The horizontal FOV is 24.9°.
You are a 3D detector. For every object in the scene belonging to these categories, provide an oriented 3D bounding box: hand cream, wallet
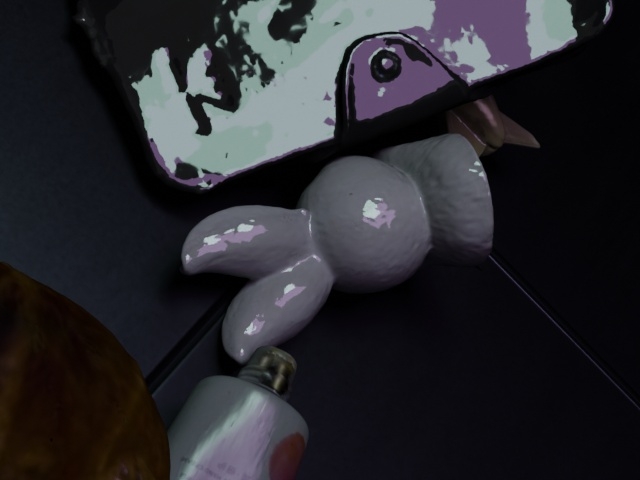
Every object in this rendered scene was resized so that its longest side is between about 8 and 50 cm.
[{"bbox_3d":[-0.087,0.203,0.851,0.124,0.078,0.340,35,55,-15],"label":"hand cream"},{"bbox_3d":[0.018,-0.166,1.056,0.378,0.051,0.197,-21,75,-13],"label":"wallet"}]

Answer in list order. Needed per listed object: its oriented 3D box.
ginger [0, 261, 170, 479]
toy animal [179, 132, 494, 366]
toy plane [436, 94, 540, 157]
[{"bbox_3d":[-0.256,0.038,0.752,0.418,0.176,0.254,24,40,-28],"label":"ginger"},{"bbox_3d":[0.003,0.001,1.023,0.221,0.131,0.103,-18,109,-14],"label":"toy animal"},{"bbox_3d":[0.075,-0.168,1.155,0.242,0.104,0.256,-24,86,-46],"label":"toy plane"}]
